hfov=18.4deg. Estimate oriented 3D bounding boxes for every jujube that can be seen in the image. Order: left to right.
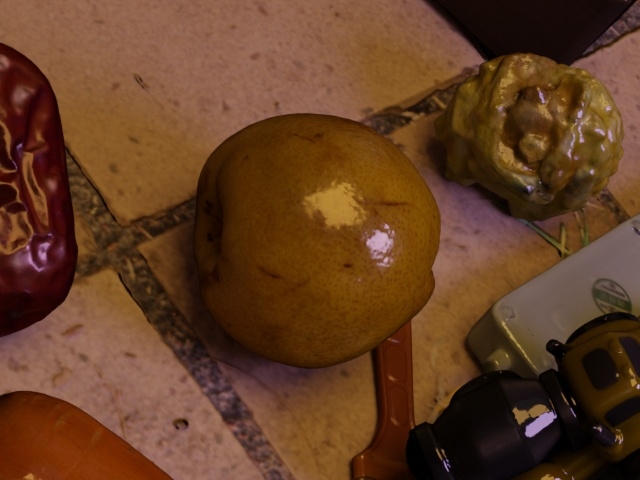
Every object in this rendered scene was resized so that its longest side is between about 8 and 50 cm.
[{"bbox_3d":[-0.264,-0.043,1.520,0.155,0.155,0.230,-6,67,-33],"label":"jujube"}]

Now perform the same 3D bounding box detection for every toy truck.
[{"bbox_3d":[0.188,0.145,1.589,0.165,0.224,0.147,35,28,-58],"label":"toy truck"}]

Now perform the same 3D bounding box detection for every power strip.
[{"bbox_3d":[0.271,0.044,1.826,0.385,0.062,0.091,-28,77,-40],"label":"power strip"}]

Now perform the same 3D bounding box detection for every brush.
[{"bbox_3d":[0.063,0.128,1.683,0.090,0.017,0.314,15,53,-24],"label":"brush"}]

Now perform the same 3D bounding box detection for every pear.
[{"bbox_3d":[0.000,0.000,1.612,0.209,0.209,0.209,15,54,-21],"label":"pear"}]

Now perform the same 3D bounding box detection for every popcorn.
[{"bbox_3d":[0.191,-0.095,1.817,0.173,0.173,0.142,6,74,-27],"label":"popcorn"}]

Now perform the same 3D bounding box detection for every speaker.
[{"bbox_3d":[0.208,-0.296,1.930,0.231,0.192,0.153,45,48,2],"label":"speaker"}]

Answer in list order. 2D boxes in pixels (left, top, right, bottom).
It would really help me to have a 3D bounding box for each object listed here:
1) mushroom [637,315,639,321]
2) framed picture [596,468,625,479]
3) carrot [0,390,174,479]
[{"bbox_3d":[0.346,0.135,1.699,0.204,0.204,0.204,15,54,-21],"label":"mushroom"},{"bbox_3d":[0.244,0.254,1.701,0.250,0.016,0.184,23,51,-15],"label":"framed picture"},{"bbox_3d":[-0.198,0.215,1.359,0.331,0.214,0.193,41,31,-4],"label":"carrot"}]
